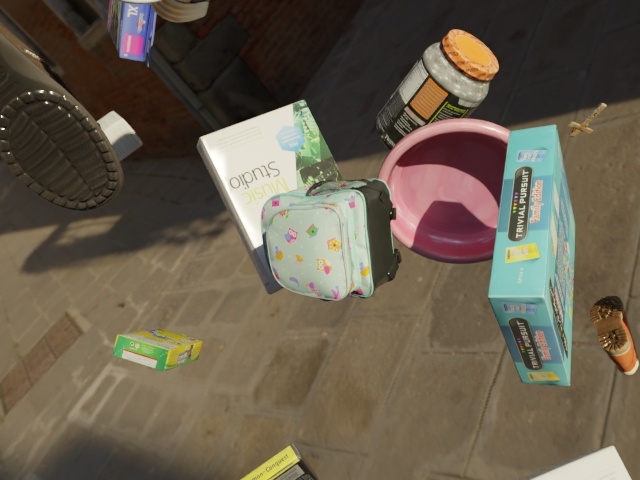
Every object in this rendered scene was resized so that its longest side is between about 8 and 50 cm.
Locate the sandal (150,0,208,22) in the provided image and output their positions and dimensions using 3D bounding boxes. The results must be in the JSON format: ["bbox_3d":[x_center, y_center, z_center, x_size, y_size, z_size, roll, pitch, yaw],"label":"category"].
[{"bbox_3d":[-0.230,-0.393,0.948,0.265,0.102,0.076,-157,70,-68],"label":"sandal"}]

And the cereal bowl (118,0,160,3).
[{"bbox_3d":[-0.207,-0.434,0.592,0.141,0.339,0.339,29,66,14],"label":"cereal bowl"}]

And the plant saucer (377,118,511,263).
[{"bbox_3d":[0.282,-0.103,1.177,0.332,0.332,0.084,-25,27,30],"label":"plant saucer"}]

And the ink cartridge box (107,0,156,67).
[{"bbox_3d":[-0.410,-0.510,1.258,0.311,0.065,0.186,51,131,48],"label":"ink cartridge box"}]

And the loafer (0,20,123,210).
[{"bbox_3d":[-0.403,-0.201,0.791,0.133,0.366,0.130,-30,33,2],"label":"loafer"}]

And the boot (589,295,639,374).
[{"bbox_3d":[0.541,0.172,1.061,0.059,0.085,0.158,-25,25,32],"label":"boot"}]

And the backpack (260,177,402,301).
[{"bbox_3d":[0.000,0.000,0.828,0.188,0.166,0.144,4,20,41],"label":"backpack"}]

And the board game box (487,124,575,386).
[{"bbox_3d":[0.353,0.023,0.939,0.079,0.254,0.336,-3,49,30],"label":"board game box"}]

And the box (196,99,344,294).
[{"bbox_3d":[-0.065,-0.089,1.124,0.232,0.322,0.058,-26,0,-22],"label":"box"}]

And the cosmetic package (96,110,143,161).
[{"bbox_3d":[-0.550,-0.203,1.380,0.231,0.085,0.117,-41,36,-9],"label":"cosmetic package"}]

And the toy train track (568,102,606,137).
[{"bbox_3d":[0.486,-0.221,1.055,0.083,0.048,0.014,125,157,-50],"label":"toy train track"}]

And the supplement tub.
[{"bbox_3d":[0.297,-0.367,1.495,0.316,0.193,0.194,-50,16,44],"label":"supplement tub"}]

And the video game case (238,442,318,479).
[{"bbox_3d":[-0.127,0.482,1.064,0.248,0.275,0.035,-32,62,-11],"label":"video game case"}]

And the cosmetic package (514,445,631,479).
[{"bbox_3d":[0.327,0.427,0.771,0.138,0.224,0.225,119,136,-57],"label":"cosmetic package"}]

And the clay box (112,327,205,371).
[{"bbox_3d":[-0.362,0.246,1.332,0.222,0.127,0.053,29,-104,-79],"label":"clay box"}]
